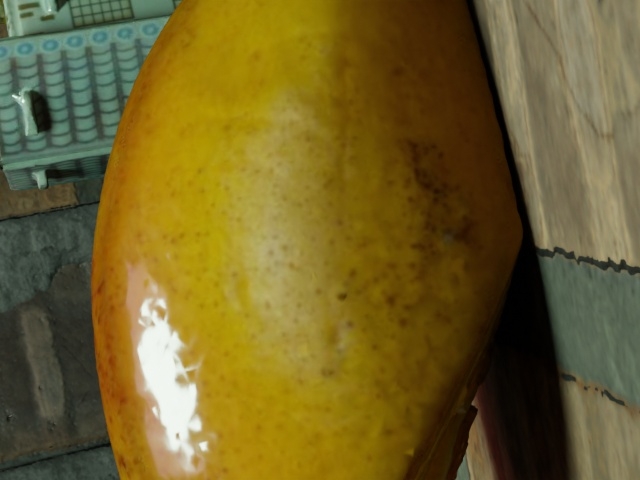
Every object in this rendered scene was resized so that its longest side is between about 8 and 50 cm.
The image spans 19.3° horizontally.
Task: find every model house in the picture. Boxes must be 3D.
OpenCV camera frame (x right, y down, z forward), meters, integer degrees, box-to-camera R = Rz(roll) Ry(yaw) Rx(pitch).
[{"bbox_3d":[-0.129,-0.155,1.317,0.198,0.224,0.215,92,165,-54],"label":"model house"}]

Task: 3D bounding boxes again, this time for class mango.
[{"bbox_3d":[0.000,0.000,0.879,0.201,0.199,0.350,0,89,52],"label":"mango"}]
